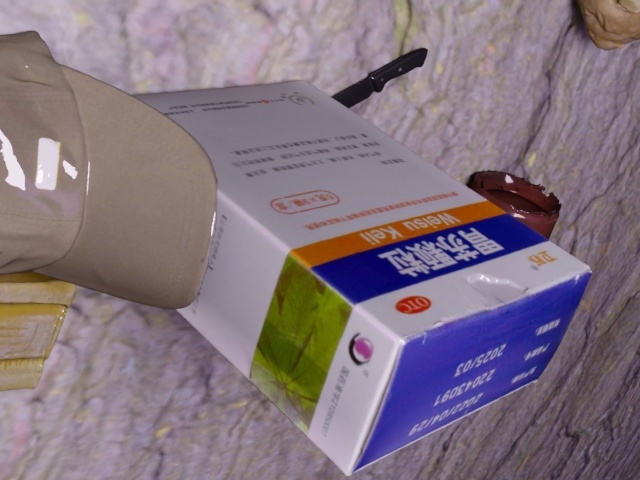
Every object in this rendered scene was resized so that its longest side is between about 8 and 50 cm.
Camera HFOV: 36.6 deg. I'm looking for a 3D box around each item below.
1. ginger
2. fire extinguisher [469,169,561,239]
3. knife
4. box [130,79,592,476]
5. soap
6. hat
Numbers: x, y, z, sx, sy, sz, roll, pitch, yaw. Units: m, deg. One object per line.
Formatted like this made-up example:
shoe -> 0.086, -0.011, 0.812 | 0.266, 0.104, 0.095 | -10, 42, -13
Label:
ginger -> 0.340, -0.291, 1.024 | 0.193, 0.115, 0.122 | -49, 168, -21
fire extinguisher -> 0.178, 0.080, 1.148 | 0.147, 0.107, 0.336 | -45, 156, -61
knife -> 0.033, -0.131, 0.854 | 0.170, 0.010, 0.023 | -31, 134, -27
box -> 0.000, 0.000, 0.667 | 0.200, 0.299, 0.106 | -14, 131, -44
soap -> -0.275, 0.058, 0.624 | 0.252, 0.037, 0.092 | 4, 117, -52
hat -> -0.163, -0.020, 0.574 | 0.144, 0.173, 0.166 | -15, 128, -48
